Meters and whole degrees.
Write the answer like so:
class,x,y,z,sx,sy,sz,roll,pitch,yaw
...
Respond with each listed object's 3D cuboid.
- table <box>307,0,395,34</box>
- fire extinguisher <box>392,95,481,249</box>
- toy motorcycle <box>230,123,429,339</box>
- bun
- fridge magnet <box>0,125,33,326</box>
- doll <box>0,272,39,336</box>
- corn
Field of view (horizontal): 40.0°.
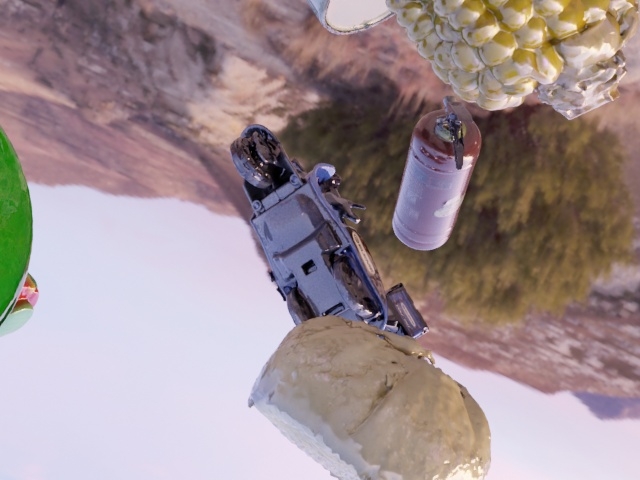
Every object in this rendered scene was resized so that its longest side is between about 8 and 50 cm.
class,x,y,z,sx,sy,sz,roll,pitch,yaw
table,0.001,-0.312,0.801,0.220,0.126,0.126,59,-165,15
fire extinguisher,0.179,-0.098,1.308,0.102,0.138,0.344,1,149,-3
toy motorcycle,0.000,0.000,1.193,0.358,0.125,0.213,61,-157,8
bun,0.060,0.171,0.864,0.259,0.152,0.259,32,163,11
fridge magnet,-0.266,-0.013,0.512,0.088,0.208,0.208,-9,160,39
doll,-0.526,-0.024,1.215,0.363,0.160,0.183,46,-150,21
corn,0.058,-0.212,0.493,0.347,0.130,0.130,53,-178,-7
